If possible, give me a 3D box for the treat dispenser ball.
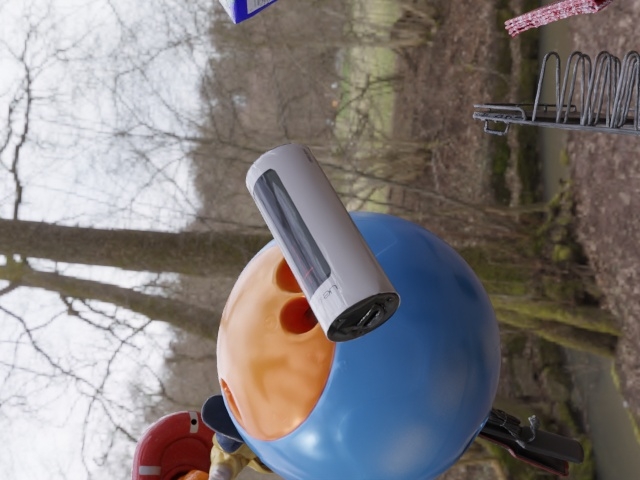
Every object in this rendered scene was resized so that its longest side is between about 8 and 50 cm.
[{"bbox_3d":[0.037,0.114,0.755,0.288,0.287,0.289,5,-90,-88],"label":"treat dispenser ball"}]

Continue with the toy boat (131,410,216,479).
[{"bbox_3d":[-0.191,0.365,1.076,0.151,0.150,0.231,-34,54,51],"label":"toy boat"}]

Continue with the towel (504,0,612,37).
[{"bbox_3d":[0.420,-0.368,1.108,0.275,0.198,0.031,-146,32,-76],"label":"towel"}]

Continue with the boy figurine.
[{"bbox_3d":[-0.095,0.259,0.998,0.177,0.092,0.285,-58,-17,-26],"label":"boy figurine"}]

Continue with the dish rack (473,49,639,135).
[{"bbox_3d":[0.261,-0.106,0.548,0.271,0.208,0.074,20,110,55],"label":"dish rack"}]

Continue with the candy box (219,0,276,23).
[{"bbox_3d":[-0.126,-0.421,0.710,0.317,0.122,0.268,58,170,10],"label":"candy box"}]

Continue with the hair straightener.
[{"bbox_3d":[0.280,0.265,1.062,0.089,0.230,0.047,-61,4,40],"label":"hair straightener"}]

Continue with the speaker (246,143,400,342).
[{"bbox_3d":[0.000,0.000,0.500,0.055,0.055,0.136,92,153,-57],"label":"speaker"}]
